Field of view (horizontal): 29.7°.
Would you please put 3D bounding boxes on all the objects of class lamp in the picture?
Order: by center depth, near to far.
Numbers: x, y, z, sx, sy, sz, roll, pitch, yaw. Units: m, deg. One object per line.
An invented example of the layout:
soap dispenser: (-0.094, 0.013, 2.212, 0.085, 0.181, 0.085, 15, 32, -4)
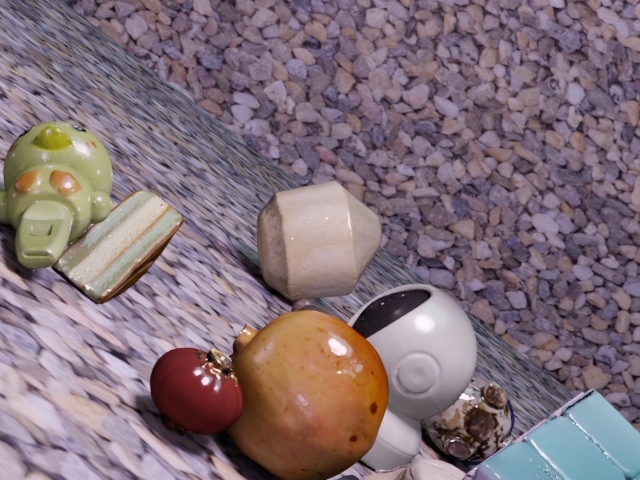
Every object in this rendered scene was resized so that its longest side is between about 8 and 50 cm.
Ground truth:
lamp: (-0.124, 0.152, 1.211, 0.101, 0.090, 0.101, 37, 10, -7)

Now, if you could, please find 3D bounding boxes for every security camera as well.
security camera: (0.107, 0.171, 1.620, 0.194, 0.236, 0.194, 39, 10, -8)

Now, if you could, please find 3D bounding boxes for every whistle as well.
whistle: (-0.314, -0.064, 1.408, 0.141, 0.141, 0.294, 37, 7, -13)

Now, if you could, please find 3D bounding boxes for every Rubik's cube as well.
Rubik's cube: (0.211, 0.307, 1.065, 0.231, 0.221, 0.224, 47, 36, 21)

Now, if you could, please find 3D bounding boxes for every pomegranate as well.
pomegranate: (-0.020, 0.168, 1.300, 0.191, 0.191, 0.191, 38, 8, -6)

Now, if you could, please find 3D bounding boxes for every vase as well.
vase: (-0.011, 0.133, 1.965, 0.053, 0.053, 0.100, 34, 4, -30)

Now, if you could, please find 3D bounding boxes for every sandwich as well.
sandwich: (-0.241, 0.001, 1.450, 0.079, 0.113, 0.163, 39, 9, 2)

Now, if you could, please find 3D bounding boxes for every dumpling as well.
dumpling: (0.133, 0.318, 1.384, 0.199, 0.118, 0.136, 13, 15, 20)

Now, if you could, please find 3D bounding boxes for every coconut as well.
coconut: (0.000, 0.000, 2.094, 0.202, 0.222, 0.202, 171, -90, -84)

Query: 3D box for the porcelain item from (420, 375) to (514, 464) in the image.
porcelain item: (0.174, 0.249, 1.931, 0.288, 0.138, 0.186, 34, -9, -4)

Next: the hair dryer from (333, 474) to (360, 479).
hair dryer: (0.007, 0.290, 1.149, 0.124, 0.071, 0.219, 44, 16, 33)
